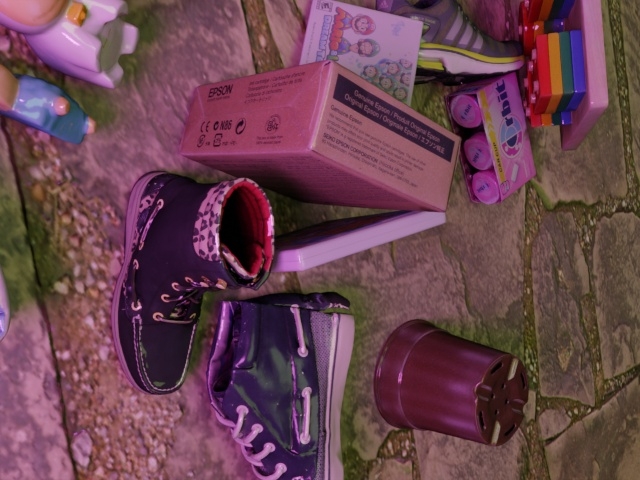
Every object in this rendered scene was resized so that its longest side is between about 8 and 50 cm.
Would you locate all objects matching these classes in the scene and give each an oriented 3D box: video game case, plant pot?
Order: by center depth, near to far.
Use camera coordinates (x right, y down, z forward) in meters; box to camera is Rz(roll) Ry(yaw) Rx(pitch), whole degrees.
[{"bbox_3d":[0.000,0.000,0.734,0.212,0.193,0.023,-17,97,-39],"label":"video game case"},{"bbox_3d":[0.046,-0.214,0.808,0.143,0.019,0.157,12,75,-4],"label":"video game case"},{"bbox_3d":[0.191,0.209,0.936,0.167,0.165,0.167,-5,98,-40],"label":"plant pot"}]

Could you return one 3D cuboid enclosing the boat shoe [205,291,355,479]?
[{"bbox_3d":[-0.062,0.222,0.761,0.158,0.127,0.341,11,79,-34],"label":"boat shoe"}]

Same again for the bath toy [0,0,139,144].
[{"bbox_3d":[-0.212,-0.267,0.583,0.129,0.151,0.348,21,78,4],"label":"bath toy"}]

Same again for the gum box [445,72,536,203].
[{"bbox_3d":[0.273,-0.159,1.042,0.107,0.062,0.188,-34,115,-34],"label":"gum box"}]

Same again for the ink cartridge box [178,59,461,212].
[{"bbox_3d":[-0.005,-0.100,0.694,0.193,0.234,0.088,18,83,-41],"label":"ink cartridge box"}]

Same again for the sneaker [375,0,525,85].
[{"bbox_3d":[0.189,-0.288,0.934,0.300,0.111,0.121,-11,97,-42],"label":"sneaker"}]

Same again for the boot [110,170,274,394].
[{"bbox_3d":[-0.126,0.048,0.638,0.085,0.178,0.237,2,91,-41],"label":"boot"}]

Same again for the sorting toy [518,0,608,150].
[{"bbox_3d":[0.359,-0.289,1.010,0.255,0.089,0.257,26,61,-77],"label":"sorting toy"}]

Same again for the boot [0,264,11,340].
[{"bbox_3d":[-0.310,-0.035,0.509,0.095,0.123,0.258,-32,113,-35],"label":"boot"}]
